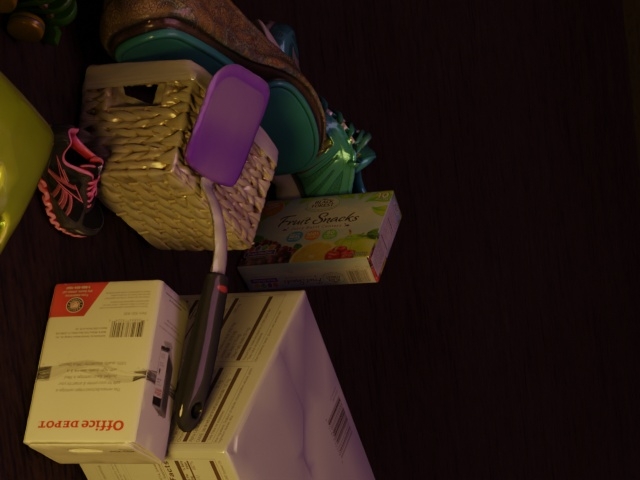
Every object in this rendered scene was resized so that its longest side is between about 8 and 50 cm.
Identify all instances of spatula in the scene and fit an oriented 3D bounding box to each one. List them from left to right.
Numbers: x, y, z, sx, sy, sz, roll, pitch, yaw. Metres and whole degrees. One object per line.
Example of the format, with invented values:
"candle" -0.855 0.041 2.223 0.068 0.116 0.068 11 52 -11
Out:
"spatula" -0.086 0.005 1.349 0.084 0.030 0.296 29 64 -57

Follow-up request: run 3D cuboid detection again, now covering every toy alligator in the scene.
"toy alligator" -0.231 -0.207 1.281 0.190 0.051 0.056 53 40 -52

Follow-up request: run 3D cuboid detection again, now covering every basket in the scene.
"basket" -0.124 -0.067 1.434 0.167 0.113 0.103 47 49 -54

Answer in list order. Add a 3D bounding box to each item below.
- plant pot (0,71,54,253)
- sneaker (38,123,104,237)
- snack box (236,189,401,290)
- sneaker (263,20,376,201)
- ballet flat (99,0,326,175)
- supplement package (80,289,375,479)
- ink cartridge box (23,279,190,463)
"plant pot" -0.307 -0.022 0.881 0.228 0.227 0.207 50 48 -54
"sneaker" -0.192 -0.048 1.340 0.119 0.057 0.047 65 30 -42
"snack box" 0.000 0.000 1.663 0.100 0.141 0.037 -68 145 -45
"sneaker" 0.000 -0.104 1.719 0.107 0.110 0.275 -66 143 -47
"ballet flat" -0.090 -0.166 1.534 0.348 0.123 0.123 36 54 -60
"supplement package" -0.070 0.206 1.469 0.204 0.145 0.262 -64 143 -48
"ink cartridge box" -0.165 0.104 1.326 0.056 0.099 0.135 48 45 -56
